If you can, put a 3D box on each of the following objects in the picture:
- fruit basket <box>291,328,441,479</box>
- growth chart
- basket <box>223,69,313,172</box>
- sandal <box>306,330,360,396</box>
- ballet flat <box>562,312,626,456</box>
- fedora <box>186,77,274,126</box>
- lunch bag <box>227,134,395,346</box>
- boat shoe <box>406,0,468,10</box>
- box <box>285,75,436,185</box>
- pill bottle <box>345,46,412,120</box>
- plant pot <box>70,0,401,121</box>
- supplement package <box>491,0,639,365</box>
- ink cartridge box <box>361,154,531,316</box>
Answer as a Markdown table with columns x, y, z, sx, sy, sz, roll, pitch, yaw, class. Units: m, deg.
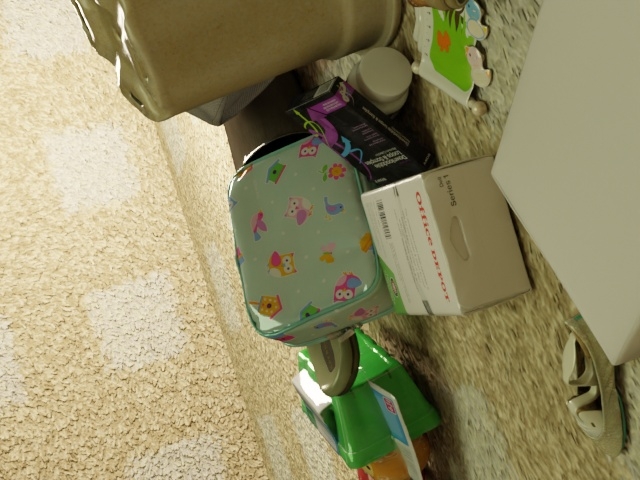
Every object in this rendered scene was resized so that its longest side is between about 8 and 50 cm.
| x | y | z | sx | sy | sz | roll | pitch | yaw | class |
| --- | --- | --- | --- | --- | --- | --- | --- | --- | --- |
| 0.084 | 0.326 | 1.567 | 0.327 | 0.165 | 0.353 | -143 | 35 | -64 | fruit basket |
| 0.127 | -0.259 | 1.079 | 0.172 | 0.021 | 0.237 | -139 | 35 | -60 | growth chart |
| -0.091 | -0.209 | 1.644 | 0.204 | 0.154 | 0.227 | 105 | 149 | -61 | basket |
| -0.026 | 0.090 | 1.468 | 0.303 | 0.086 | 0.120 | -113 | 34 | -43 | sandal |
| 0.258 | 0.140 | 0.982 | 0.057 | 0.052 | 0.168 | -141 | 37 | -63 | ballet flat |
| -0.146 | -0.258 | 1.493 | 0.124 | 0.243 | 0.275 | 47 | 135 | 6 | fedora |
| 0.000 | 0.000 | 1.376 | 0.108 | 0.224 | 0.279 | 37 | -145 | -56 | lunch bag |
| 0.111 | -0.353 | 0.907 | 0.103 | 0.113 | 0.302 | 34 | 141 | 34 | boat shoe |
| 0.048 | -0.130 | 1.246 | 0.162 | 0.029 | 0.116 | 35 | 159 | -21 | box |
| 0.065 | -0.180 | 1.262 | 0.137 | 0.078 | 0.078 | 120 | 131 | -69 | pill bottle |
| -0.124 | -0.307 | 1.221 | 0.334 | 0.305 | 0.334 | 51 | 163 | 22 | plant pot |
| 0.237 | -0.092 | 0.587 | 0.293 | 0.177 | 0.175 | 96 | 153 | -53 | supplement package |
| 0.138 | 0.000 | 1.169 | 0.219 | 0.092 | 0.160 | 169 | 84 | -74 | ink cartridge box |
